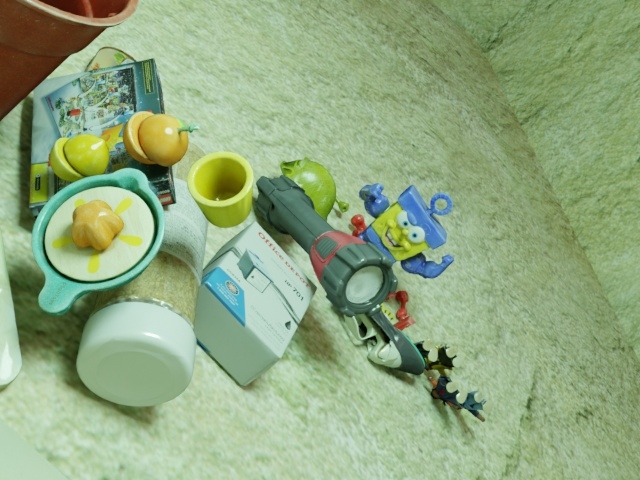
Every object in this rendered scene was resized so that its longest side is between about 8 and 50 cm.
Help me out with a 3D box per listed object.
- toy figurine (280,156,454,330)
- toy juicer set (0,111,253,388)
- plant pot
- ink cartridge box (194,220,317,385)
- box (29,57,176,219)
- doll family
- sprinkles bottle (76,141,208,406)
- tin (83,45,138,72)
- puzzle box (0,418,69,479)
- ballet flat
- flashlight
[{"bbox_3d":[0.123,-0.045,1.394,0.363,0.217,0.191,56,25,-4],"label":"toy figurine"},{"bbox_3d":[-0.247,-0.030,0.835,0.209,0.329,0.089,47,-18,24],"label":"toy juicer set"},{"bbox_3d":[-0.381,-0.246,0.849,0.272,0.265,0.272,37,31,-27],"label":"plant pot"},{"bbox_3d":[-0.097,0.079,1.091,0.140,0.082,0.191,47,29,-9],"label":"ink cartridge box"},{"bbox_3d":[-0.268,-0.124,0.991,0.044,0.159,0.233,84,-7,-49],"label":"box"},{"bbox_3d":[0.213,0.234,1.370,0.076,0.111,0.193,-27,85,-24],"label":"doll family"},{"bbox_3d":[-0.197,0.021,0.965,0.121,0.121,0.356,35,32,-29],"label":"sprinkles bottle"},{"bbox_3d":[-0.301,-0.214,1.177,0.106,0.040,0.190,42,29,-26],"label":"tin"},{"bbox_3d":[-0.216,0.346,0.632,0.409,0.052,0.272,47,28,-10],"label":"puzzle box"},{"bbox_3d":[0.090,0.153,1.311,0.203,0.074,0.074,55,27,-8],"label":"ballet flat"},{"bbox_3d":[0.000,0.000,1.209,0.103,0.103,0.304,-5,27,-26],"label":"flashlight"}]
